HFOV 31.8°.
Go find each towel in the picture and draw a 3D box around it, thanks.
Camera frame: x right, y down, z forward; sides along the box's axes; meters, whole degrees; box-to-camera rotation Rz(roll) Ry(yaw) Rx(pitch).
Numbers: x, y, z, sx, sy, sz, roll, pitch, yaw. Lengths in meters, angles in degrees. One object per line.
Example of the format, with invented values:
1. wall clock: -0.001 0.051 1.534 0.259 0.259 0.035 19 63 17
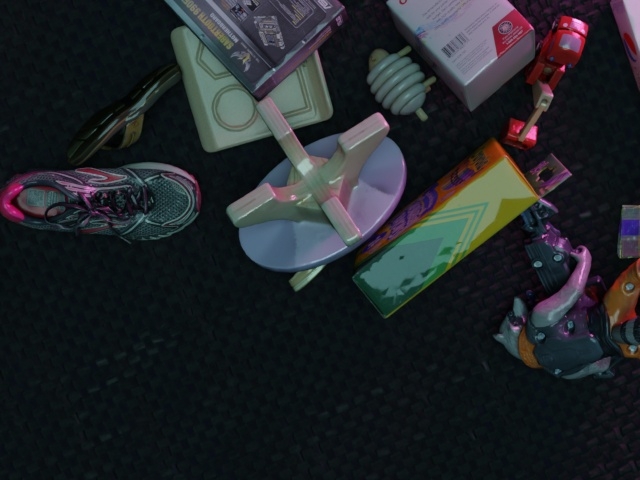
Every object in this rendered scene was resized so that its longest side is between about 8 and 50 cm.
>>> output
1. towel: 0.495 -0.012 1.749 0.060 0.009 0.083 3 98 -2

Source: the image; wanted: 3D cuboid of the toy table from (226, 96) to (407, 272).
1. toy table: -0.008 -0.075 1.616 0.274 0.161 0.252 -44 70 -3

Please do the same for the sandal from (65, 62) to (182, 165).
1. sandal: -0.286 -0.179 1.675 0.219 0.090 0.060 -41 119 -4

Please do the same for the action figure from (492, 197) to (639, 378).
1. action figure: 0.386 0.089 1.632 0.330 0.178 0.341 -22 109 41

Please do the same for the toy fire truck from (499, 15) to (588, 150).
1. toy fire truck: 0.327 -0.227 1.652 0.047 0.192 0.135 18 68 -5

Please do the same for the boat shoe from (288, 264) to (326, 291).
1. boat shoe: 0.000 0.000 1.711 0.059 0.063 0.170 39 85 -4

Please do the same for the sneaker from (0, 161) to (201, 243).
1. sneaker: -0.326 -0.050 1.664 0.299 0.112 0.121 -3 98 -2

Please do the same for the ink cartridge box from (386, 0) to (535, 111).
1. ink cartridge box: 0.203 -0.304 1.616 0.128 0.127 0.176 -40 75 3

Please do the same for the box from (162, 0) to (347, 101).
1. box: -0.103 -0.346 1.628 0.183 0.056 0.231 -44 81 0

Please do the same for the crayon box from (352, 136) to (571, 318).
1. crayon box: 0.195 -0.040 1.618 0.323 0.203 0.083 -38 97 10

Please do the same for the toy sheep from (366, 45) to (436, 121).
1. toy sheep: 0.119 -0.232 1.670 0.091 0.091 0.132 -40 79 3

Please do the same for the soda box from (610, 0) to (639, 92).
1. soda box: 0.510 -0.272 1.687 0.073 0.069 0.216 -21 98 1

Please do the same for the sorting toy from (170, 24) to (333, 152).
1. sorting toy: -0.102 -0.250 1.687 0.208 0.038 0.193 -15 98 4
